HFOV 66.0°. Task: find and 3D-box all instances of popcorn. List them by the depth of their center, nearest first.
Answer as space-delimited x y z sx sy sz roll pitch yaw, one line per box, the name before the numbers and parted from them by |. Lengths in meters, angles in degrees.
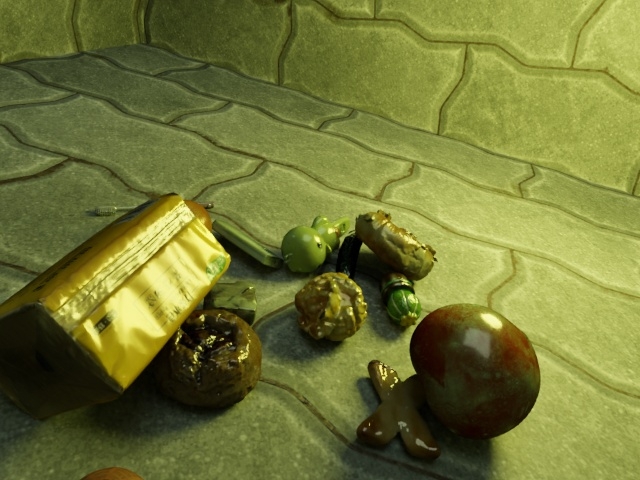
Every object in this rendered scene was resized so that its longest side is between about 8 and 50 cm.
popcorn | 0.025 0.160 1.182 0.179 0.180 0.170 31 -2 28

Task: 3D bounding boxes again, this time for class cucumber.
cucumber | 0.081 0.051 1.441 0.067 0.067 0.245 15 33 6

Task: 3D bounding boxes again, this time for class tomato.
tomato | 0.320 0.251 1.000 0.270 0.222 0.270 47 26 -31

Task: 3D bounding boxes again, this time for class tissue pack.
tissue pack | -0.398 0.112 0.935 0.293 0.228 0.382 -21 20 29

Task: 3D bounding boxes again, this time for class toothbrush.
toothbrush | -0.505 -0.099 1.525 0.353 0.024 0.029 -5 41 -24

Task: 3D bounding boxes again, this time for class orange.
orange | -0.384 -0.039 1.381 0.154 0.134 0.155 11 53 -15

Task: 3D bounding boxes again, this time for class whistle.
whistle | 0.006 0.003 1.413 0.293 0.141 0.141 -23 45 -34

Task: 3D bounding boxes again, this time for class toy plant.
toy plant | 0.209 0.157 1.286 0.092 0.093 0.162 3 36 -13

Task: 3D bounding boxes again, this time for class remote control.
remote control | -0.210 0.009 1.402 0.233 0.038 0.098 30 3 28

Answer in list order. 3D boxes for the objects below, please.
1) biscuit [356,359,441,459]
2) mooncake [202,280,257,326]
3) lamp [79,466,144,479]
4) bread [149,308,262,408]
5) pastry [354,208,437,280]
biscuit | 0.165 0.344 1.017 0.164 0.047 0.208 13 32 5
mooncake | -0.216 0.152 1.173 0.129 0.073 0.125 6 29 -13
lamp | -0.306 0.397 0.703 0.136 0.137 0.136 8 32 -5
bread | -0.224 0.230 1.004 0.229 0.123 0.230 11 31 -6
pastry | 0.216 0.008 1.418 0.257 0.121 0.236 35 6 -29
